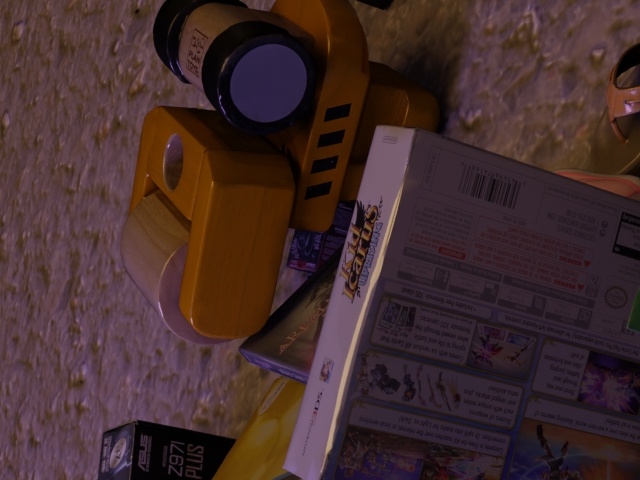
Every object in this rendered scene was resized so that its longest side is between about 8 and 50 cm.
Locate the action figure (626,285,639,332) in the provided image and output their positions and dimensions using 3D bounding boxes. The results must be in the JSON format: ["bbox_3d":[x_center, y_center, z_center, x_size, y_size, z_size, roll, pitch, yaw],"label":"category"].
[{"bbox_3d":[0.288,-0.026,1.104,0.063,0.137,0.232,-21,50,69],"label":"action figure"}]

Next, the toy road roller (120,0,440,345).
[{"bbox_3d":[-0.034,-0.072,1.535,0.202,0.240,0.330,43,123,59],"label":"toy road roller"}]

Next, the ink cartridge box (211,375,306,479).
[{"bbox_3d":[0.007,0.183,1.335,0.307,0.072,0.304,-34,15,45],"label":"ink cartridge box"}]

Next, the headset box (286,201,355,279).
[{"bbox_3d":[0.000,0.000,1.631,0.062,0.032,0.083,7,83,60],"label":"headset box"}]

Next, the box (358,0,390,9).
[{"bbox_3d":[0.002,-0.330,1.654,0.093,0.158,0.156,-56,35,29],"label":"box"}]

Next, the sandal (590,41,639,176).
[{"bbox_3d":[0.251,-0.124,1.252,0.180,0.049,0.072,-59,33,32],"label":"sandal"}]

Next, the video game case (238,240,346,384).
[{"bbox_3d":[0.052,0.050,1.404,0.196,0.026,0.274,-44,20,-15],"label":"video game case"}]

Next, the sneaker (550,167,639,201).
[{"bbox_3d":[0.190,-0.021,1.278,0.134,0.070,0.051,0,118,57],"label":"sneaker"}]

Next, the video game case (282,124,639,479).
[{"bbox_3d":[0.128,0.072,1.150,0.061,0.269,0.244,11,86,61],"label":"video game case"}]

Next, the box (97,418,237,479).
[{"bbox_3d":[-0.145,0.281,1.628,0.077,0.147,0.180,-23,56,54],"label":"box"}]
